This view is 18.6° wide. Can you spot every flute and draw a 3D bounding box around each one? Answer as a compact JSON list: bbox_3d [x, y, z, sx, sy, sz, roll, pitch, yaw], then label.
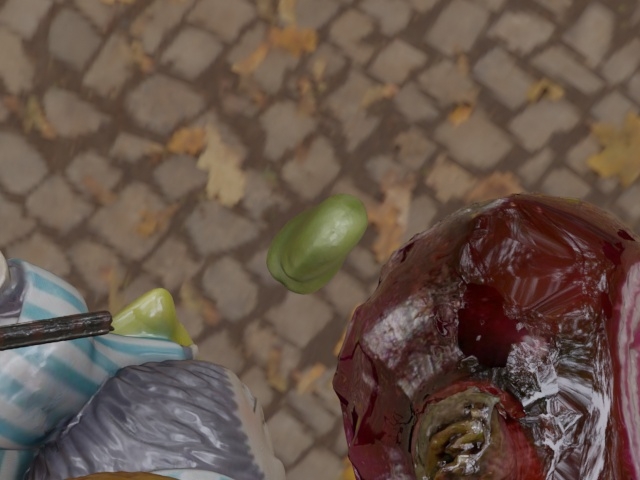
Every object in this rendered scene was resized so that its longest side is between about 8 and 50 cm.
[{"bbox_3d":[-0.206,0.055,0.896,0.269,0.014,0.014,-9,66,-41],"label":"flute"}]

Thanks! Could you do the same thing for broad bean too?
[{"bbox_3d":[0.000,0.000,1.218,0.045,0.083,0.063,44,50,-2],"label":"broad bean"}]

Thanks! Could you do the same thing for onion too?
[{"bbox_3d":[0.061,0.072,0.731,0.198,0.135,0.173,0,73,-58],"label":"onion"}]

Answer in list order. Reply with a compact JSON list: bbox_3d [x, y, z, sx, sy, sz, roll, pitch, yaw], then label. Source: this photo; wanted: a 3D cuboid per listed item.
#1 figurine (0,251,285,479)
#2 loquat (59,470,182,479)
[{"bbox_3d":[-0.147,0.209,1.616,0.266,0.361,0.378,-49,46,-1],"label":"figurine"},{"bbox_3d":[-0.137,0.238,1.201,0.238,0.238,0.193,0,58,-15],"label":"loquat"}]
